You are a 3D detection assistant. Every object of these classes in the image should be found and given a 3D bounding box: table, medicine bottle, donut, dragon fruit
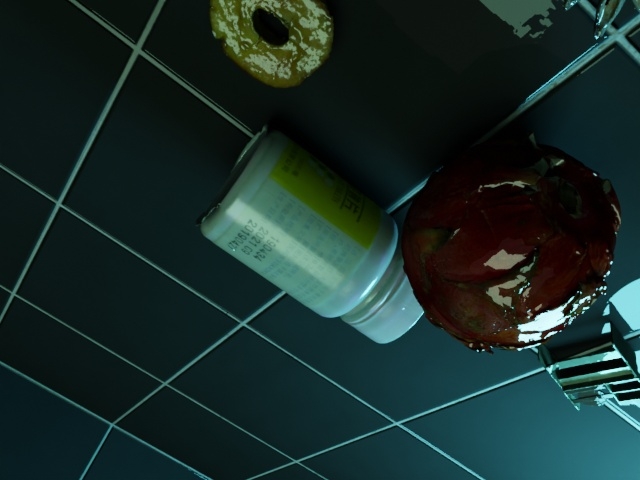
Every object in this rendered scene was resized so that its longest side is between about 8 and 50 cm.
[{"bbox_3d":[0.533,0.249,1.136,0.146,0.062,0.175,-25,119,38],"label":"table"},{"bbox_3d":[0.000,0.000,0.990,0.379,0.213,0.213,36,135,-15],"label":"medicine bottle"},{"bbox_3d":[-0.064,-0.308,0.818,0.162,0.065,0.178,-26,119,33],"label":"donut"},{"bbox_3d":[0.263,0.007,0.832,0.296,0.295,0.302,31,148,-10],"label":"dragon fruit"}]

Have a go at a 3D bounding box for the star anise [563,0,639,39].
[{"bbox_3d":[0.336,-0.323,0.644,0.182,0.065,0.195,26,141,2],"label":"star anise"}]
